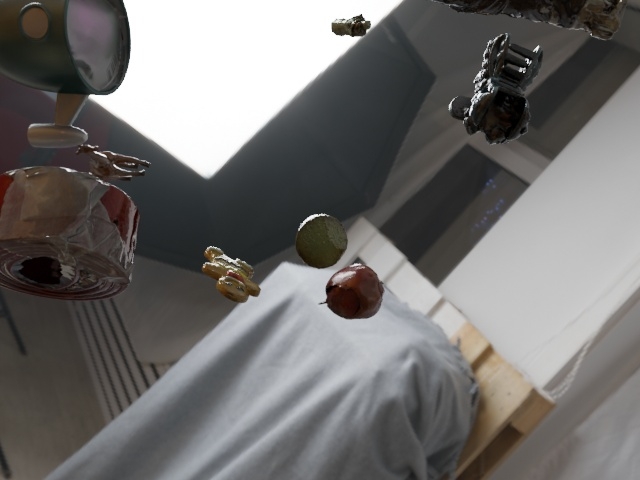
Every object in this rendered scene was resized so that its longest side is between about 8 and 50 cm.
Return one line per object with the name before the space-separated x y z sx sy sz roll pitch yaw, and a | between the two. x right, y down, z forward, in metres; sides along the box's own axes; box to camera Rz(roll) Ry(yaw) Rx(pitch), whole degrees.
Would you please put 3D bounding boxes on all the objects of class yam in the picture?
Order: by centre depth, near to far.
yam | 0.000 0.000 1.995 0.161 0.161 0.268 40 0 -4

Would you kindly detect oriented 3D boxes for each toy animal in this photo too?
toy animal | -0.544 -0.200 1.704 0.230 0.066 0.224 9 -10 -42

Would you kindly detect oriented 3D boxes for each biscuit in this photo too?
biscuit | -0.218 0.086 1.646 0.158 0.035 0.240 25 13 -20

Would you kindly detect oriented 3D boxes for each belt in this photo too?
belt | -0.384 0.001 0.970 0.228 0.115 0.324 9 -21 -20

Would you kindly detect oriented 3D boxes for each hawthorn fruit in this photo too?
hawthorn fruit | 0.076 0.135 1.693 0.148 0.172 0.148 -10 90 -89

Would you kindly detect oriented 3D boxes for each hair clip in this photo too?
hair clip | 0.453 -0.370 1.708 0.195 0.310 0.206 24 -34 1

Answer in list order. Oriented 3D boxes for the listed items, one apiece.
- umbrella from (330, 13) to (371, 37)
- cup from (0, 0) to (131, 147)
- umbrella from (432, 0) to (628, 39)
umbrella | 0.092 -0.627 1.958 0.144 0.067 0.062 11 1 45
cup | -0.365 -0.272 0.875 0.173 0.299 0.167 5 8 10
umbrella | 0.308 -0.395 1.048 0.358 0.106 0.113 6 35 -10
